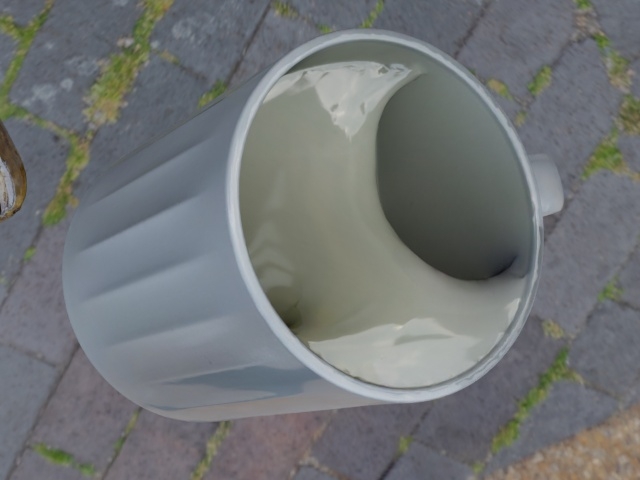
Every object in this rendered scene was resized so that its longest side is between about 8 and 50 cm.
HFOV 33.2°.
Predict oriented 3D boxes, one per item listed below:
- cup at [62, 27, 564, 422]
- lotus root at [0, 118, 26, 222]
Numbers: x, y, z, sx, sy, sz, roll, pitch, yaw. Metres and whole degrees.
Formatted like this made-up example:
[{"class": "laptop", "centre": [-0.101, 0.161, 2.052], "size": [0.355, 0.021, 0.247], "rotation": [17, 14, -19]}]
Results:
[{"class": "cup", "centre": [0.000, 0.000, 0.804], "size": [0.323, 0.327, 0.236], "rotation": [-13, 86, -32]}, {"class": "lotus root", "centre": [-0.145, -0.045, 0.425], "size": [0.037, 0.030, 0.083], "rotation": [-33, 98, 16]}]
